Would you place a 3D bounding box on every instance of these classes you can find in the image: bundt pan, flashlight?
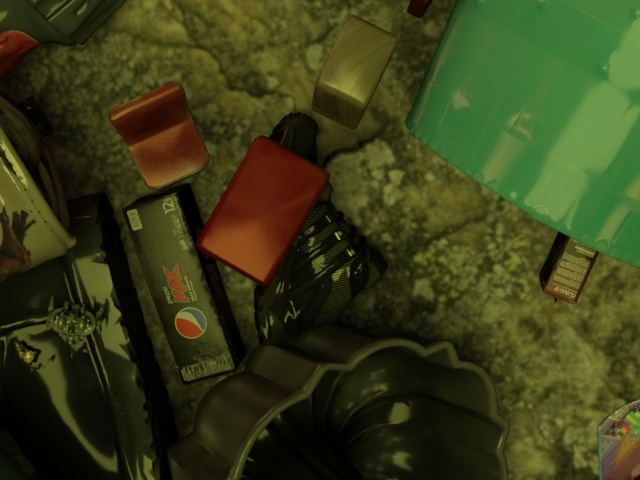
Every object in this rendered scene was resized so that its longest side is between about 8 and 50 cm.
[{"bbox_3d":[-0.001,0.215,1.024,0.331,0.124,0.331,-15,116,-35],"label":"bundt pan"},{"bbox_3d":[-0.299,-0.132,1.070,0.304,0.103,0.103,-40,68,8],"label":"flashlight"}]

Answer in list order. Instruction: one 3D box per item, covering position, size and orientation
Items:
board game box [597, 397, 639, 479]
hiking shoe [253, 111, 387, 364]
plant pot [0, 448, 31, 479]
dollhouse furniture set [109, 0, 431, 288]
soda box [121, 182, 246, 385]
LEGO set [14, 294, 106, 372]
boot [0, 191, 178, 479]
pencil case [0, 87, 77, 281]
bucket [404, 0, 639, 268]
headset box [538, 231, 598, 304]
[{"bbox_3d":[0.317,0.221,1.099,0.133,0.033,0.169,-3,102,7],"label":"board game box"},{"bbox_3d":[0.000,0.000,1.077,0.114,0.086,0.227,-1,106,-9],"label":"hiking shoe"},{"bbox_3d":[-0.346,0.224,0.915,0.271,0.271,0.255,-43,79,13],"label":"plant pot"},{"bbox_3d":[-0.031,-0.172,0.947,0.201,0.152,0.374,29,85,0],"label":"dollhouse furniture set"},{"bbox_3d":[-0.119,0.038,1.098,0.053,0.060,0.169,-16,98,8],"label":"soda box"},{"bbox_3d":[-0.211,0.076,1.008,0.054,0.023,0.083,39,89,3],"label":"LEGO set"},{"bbox_3d":[-0.361,0.184,1.091,0.445,0.146,0.367,-15,87,0],"label":"boot"},{"bbox_3d":[-0.404,-0.001,0.965,0.410,0.160,0.183,-23,81,1],"label":"pencil case"},{"bbox_3d":[0.210,-0.111,0.928,0.281,0.281,0.183,29,105,0],"label":"bucket"},{"bbox_3d":[0.214,0.013,1.053,0.032,0.062,0.083,21,102,3],"label":"headset box"}]
